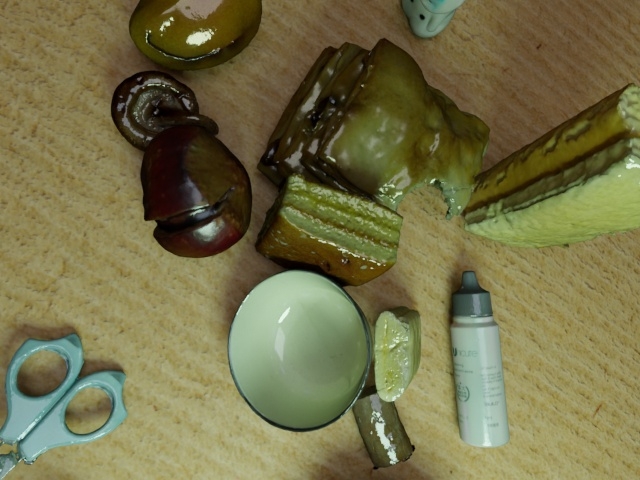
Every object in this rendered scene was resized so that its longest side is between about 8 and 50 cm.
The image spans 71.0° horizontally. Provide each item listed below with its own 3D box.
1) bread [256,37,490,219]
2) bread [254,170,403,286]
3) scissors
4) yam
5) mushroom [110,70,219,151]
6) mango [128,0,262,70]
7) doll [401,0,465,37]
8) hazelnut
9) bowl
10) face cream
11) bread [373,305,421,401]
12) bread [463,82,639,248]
[{"bbox_3d":[0.116,-0.162,0.784,0.369,0.191,0.314,29,77,-11],"label":"bread"},{"bbox_3d":[0.000,0.000,0.710,0.184,0.234,0.111,22,74,-10],"label":"bread"},{"bbox_3d":[-0.444,0.306,0.627,0.191,0.029,0.360,42,61,-9],"label":"scissors"},{"bbox_3d":[0.106,0.323,0.788,0.084,0.084,0.127,-21,86,-15],"label":"yam"},{"bbox_3d":[-0.255,-0.207,0.750,0.170,0.080,0.135,15,93,-13],"label":"mushroom"},{"bbox_3d":[-0.204,-0.379,0.752,0.235,0.136,0.167,-30,95,-10],"label":"mango"},{"bbox_3d":[0.222,-0.470,0.855,0.106,0.181,0.111,-22,91,-2],"label":"doll"},{"bbox_3d":[-0.200,-0.078,0.710,0.177,0.178,0.204,-30,112,-15],"label":"hazelnut"},{"bbox_3d":[-0.015,0.169,0.721,0.237,0.126,0.238,-4,81,24],"label":"bowl"},{"bbox_3d":[0.292,0.212,0.838,0.092,0.092,0.312,-2,86,-15],"label":"face cream"},{"bbox_3d":[0.135,0.182,0.759,0.060,0.178,0.140,-1,87,18],"label":"bread"},{"bbox_3d":[0.441,-0.087,0.765,0.236,0.375,0.165,10,74,-17],"label":"bread"}]
